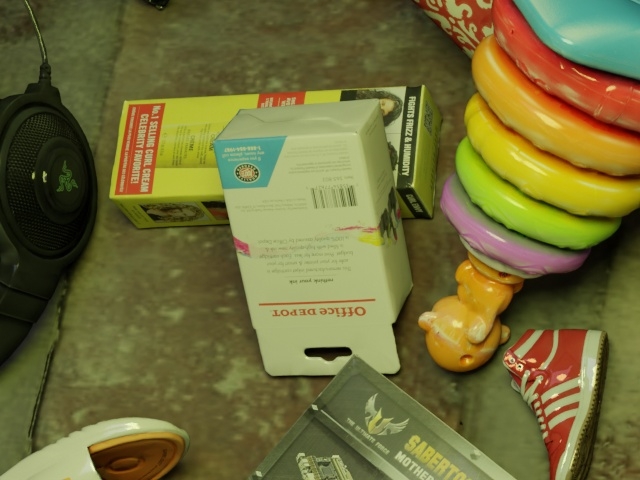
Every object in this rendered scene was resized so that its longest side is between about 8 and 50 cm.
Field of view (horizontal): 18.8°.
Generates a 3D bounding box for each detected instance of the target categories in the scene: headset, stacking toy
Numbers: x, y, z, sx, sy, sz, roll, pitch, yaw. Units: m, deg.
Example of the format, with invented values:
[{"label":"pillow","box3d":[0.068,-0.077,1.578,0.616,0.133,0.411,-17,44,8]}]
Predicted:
[{"label":"headset","box3d":[-0.251,-0.064,1.462,0.243,0.185,0.394,29,93,32]},{"label":"stacking toy","box3d":[0.143,-0.037,1.250,0.166,0.175,0.302,-113,40,-53]}]

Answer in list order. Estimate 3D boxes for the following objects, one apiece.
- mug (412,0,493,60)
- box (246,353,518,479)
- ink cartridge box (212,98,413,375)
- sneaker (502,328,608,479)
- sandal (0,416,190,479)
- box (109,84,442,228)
[{"label":"mug","box3d":[0.133,-0.180,1.353,0.169,0.150,0.113,48,116,0]},{"label":"box","box3d":[0.051,0.211,1.245,0.231,0.056,0.183,36,81,29]},{"label":"ink cartridge box","box3d":[0.000,0.000,1.327,0.104,0.181,0.061,-2,25,19]},{"label":"sneaker","box3d":[0.147,0.110,1.266,0.067,0.042,0.118,6,60,18]},{"label":"sandal","box3d":[-0.196,0.205,1.318,0.265,0.102,0.076,-28,61,15]},{"label":"box","box3d":[-0.032,-0.060,1.401,0.232,0.058,0.087,-1,66,20]}]
